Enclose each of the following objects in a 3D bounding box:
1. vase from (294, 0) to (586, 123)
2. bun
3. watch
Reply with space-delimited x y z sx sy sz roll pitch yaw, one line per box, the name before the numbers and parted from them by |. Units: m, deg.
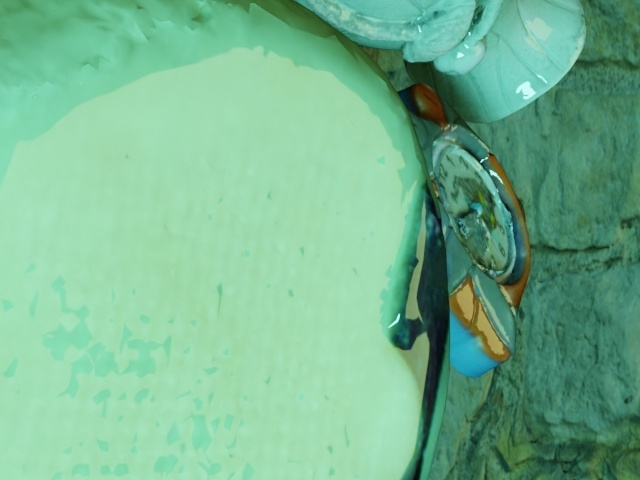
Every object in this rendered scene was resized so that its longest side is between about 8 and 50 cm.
vase | 0.078 -0.249 1.073 0.445 0.250 0.250 27 66 -60
bun | -0.094 0.043 0.460 0.293 0.187 0.293 -2 92 -47
watch | 0.000 0.000 1.069 0.305 0.274 0.241 44 37 -22
